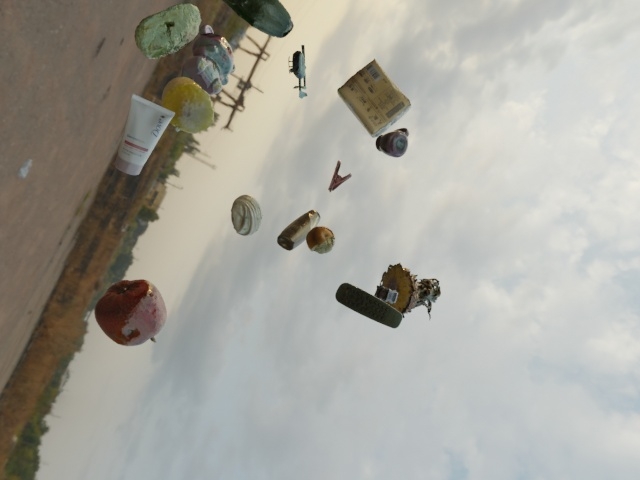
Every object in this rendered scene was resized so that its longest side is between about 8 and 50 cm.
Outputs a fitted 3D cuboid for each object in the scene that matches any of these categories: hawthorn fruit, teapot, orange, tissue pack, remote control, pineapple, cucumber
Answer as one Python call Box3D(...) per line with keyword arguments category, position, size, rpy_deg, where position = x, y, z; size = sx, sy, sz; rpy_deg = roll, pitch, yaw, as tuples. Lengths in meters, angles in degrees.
Box3D(category="hawthorn fruit", position=(-0.776, 0.308, 1.823), size=(0.275, 0.300, 0.275), rpy_deg=(-29, -168, 7))
Box3D(category="teapot", position=(0.318, -0.449, 1.957), size=(0.146, 0.116, 0.148), rpy_deg=(25, -84, 57))
Box3D(category="orange", position=(0.000, 0.000, 2.257), size=(0.134, 0.156, 0.157), rpy_deg=(-36, -148, 65))
Box3D(category="tissue pack", position=(0.193, -0.505, 1.563), size=(0.186, 0.222, 0.090), rpy_deg=(-40, -178, 4))
Box3D(category="remote control", position=(0.151, 0.205, 1.366), size=(0.072, 0.222, 0.042), rpy_deg=(-61, 166, -8))
Box3D(category="pineapple", position=(0.460, 0.246, 2.081), size=(0.262, 0.271, 0.263), rpy_deg=(-25, -120, 56))
Box3D(category="cucumber", position=(-0.254, -0.970, 1.805), size=(0.145, 0.325, 0.105), rpy_deg=(-58, -159, -7))

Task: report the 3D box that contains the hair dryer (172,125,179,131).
Box3D(category="hair dryer", position=(-0.638, -0.586, 2.013), size=(0.167, 0.199, 0.067), rpy_deg=(-40, -118, 6))

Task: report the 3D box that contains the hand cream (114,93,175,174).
Box3D(category="hand cream", position=(-0.579, -0.333, 1.412), size=(0.248, 0.133, 0.083), rpy_deg=(-59, -144, 21))

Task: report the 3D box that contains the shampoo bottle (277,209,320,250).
Box3D(category="shampoo bottle", position=(-0.108, -0.066, 2.452), size=(0.350, 0.125, 0.084), rpy_deg=(-44, 157, -48))

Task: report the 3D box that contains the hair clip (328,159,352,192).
Box3D(category="hair clip", position=(0.073, -0.315, 2.135), size=(0.138, 0.102, 0.123), rpy_deg=(-38, -175, 10))

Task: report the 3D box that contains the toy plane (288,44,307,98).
Box3D(category="toy plane", position=(-0.097, -0.780, 2.024), size=(0.096, 0.060, 0.235), rpy_deg=(-34, 130, -51))

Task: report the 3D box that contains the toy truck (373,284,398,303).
Box3D(category="toy truck", position=(0.248, 0.204, 1.647), size=(0.123, 0.062, 0.052), rpy_deg=(-175, -76, -74))

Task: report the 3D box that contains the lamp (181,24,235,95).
Box3D(category="lamp", position=(-0.531, -0.810, 2.019), size=(0.247, 0.247, 0.301), rpy_deg=(-6, -128, 33))

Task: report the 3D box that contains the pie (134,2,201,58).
Box3D(category="pie", position=(-0.509, -0.701, 1.482), size=(0.248, 0.090, 0.201), rpy_deg=(-40, -176, -24))

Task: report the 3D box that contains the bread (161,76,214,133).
Box3D(category="bread", position=(-0.515, -0.525, 1.688), size=(0.197, 0.197, 0.171), rpy_deg=(-52, -141, 23))

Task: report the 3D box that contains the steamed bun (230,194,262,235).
Box3D(category="steamed bun", position=(-0.317, -0.112, 1.930), size=(0.106, 0.183, 0.183), rpy_deg=(2, -122, 20))
